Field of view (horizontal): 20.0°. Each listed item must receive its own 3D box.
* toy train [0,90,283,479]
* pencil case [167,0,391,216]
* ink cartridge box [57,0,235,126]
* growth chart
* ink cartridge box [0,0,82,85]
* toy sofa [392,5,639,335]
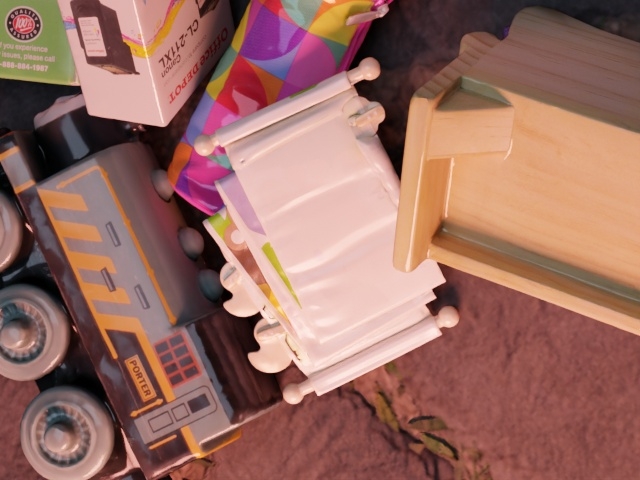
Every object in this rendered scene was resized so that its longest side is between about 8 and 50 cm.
[{"bbox_3d":[-0.168,0.045,1.433,0.190,0.142,0.334,-26,85,16],"label":"toy train"},{"bbox_3d":[-0.027,-0.124,1.370,0.104,0.104,0.236,35,109,18],"label":"pencil case"},{"bbox_3d":[-0.133,-0.193,1.356,0.072,0.127,0.175,10,134,24],"label":"ink cartridge box"},{"bbox_3d":[0.000,0.000,1.349,0.172,0.021,0.237,-19,108,8],"label":"growth chart"},{"bbox_3d":[-0.242,-0.275,1.443,0.211,0.121,0.289,9,98,24],"label":"ink cartridge box"},{"bbox_3d":[0.244,-0.021,1.241,0.363,0.177,0.150,20,127,22],"label":"toy sofa"}]
